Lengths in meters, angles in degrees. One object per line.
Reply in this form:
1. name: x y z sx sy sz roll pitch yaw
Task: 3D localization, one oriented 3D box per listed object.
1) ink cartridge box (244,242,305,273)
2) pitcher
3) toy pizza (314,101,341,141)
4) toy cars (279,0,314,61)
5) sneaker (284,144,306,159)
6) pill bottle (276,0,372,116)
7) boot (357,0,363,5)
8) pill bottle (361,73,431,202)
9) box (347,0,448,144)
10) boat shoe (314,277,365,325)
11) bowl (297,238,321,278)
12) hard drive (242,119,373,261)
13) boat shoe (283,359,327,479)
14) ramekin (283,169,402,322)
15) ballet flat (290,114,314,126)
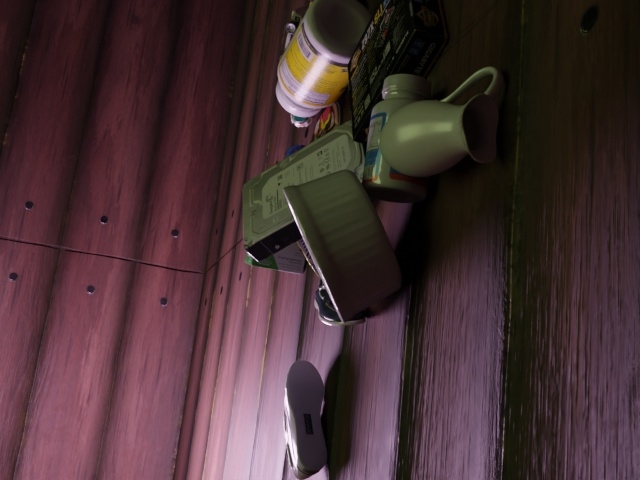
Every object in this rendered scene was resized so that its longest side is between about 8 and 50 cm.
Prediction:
1. ink cartridge box: -0.109 -0.024 2.105 0.087 0.153 0.208 -168 88 -72
2. pitcher: 0.204 -0.195 1.269 0.207 0.125 0.178 -5 56 53
3. toy pizza: 0.009 -0.284 2.099 0.201 0.032 0.201 -169 90 -73
4. toy cars: -0.010 -0.651 2.190 0.176 0.087 0.394 60 -128 -76
5. sneaker: -0.055 -0.206 2.196 0.221 0.087 0.083 -80 -24 -52
6. pill bottle: 0.001 -0.458 1.973 0.334 0.188 0.188 135 142 -61
7. boot: 0.078 -0.628 2.078 0.106 0.082 0.219 -33 29 30
8. pill bottle: 0.150 -0.190 1.432 0.124 0.124 0.222 161 119 -71
9. box: 0.153 -0.397 1.640 0.322 0.079 0.257 121 156 -47
10. boat shoe: 0.041 0.123 1.643 0.254 0.095 0.079 -127 39 -79
11. bowl: 0.000 0.000 1.817 0.080 0.170 0.170 -29 31 6
12. hard drive: -0.030 -0.120 1.757 0.339 0.064 0.237 -29 40 21
13. boat shoe: -0.041 0.403 1.729 0.088 0.096 0.268 -54 38 45
14. ramekin: 0.044 0.002 1.439 0.277 0.135 0.277 156 90 -88
15. ballet flat: -0.036 -0.451 2.282 0.077 0.091 0.241 13 -86 -75
